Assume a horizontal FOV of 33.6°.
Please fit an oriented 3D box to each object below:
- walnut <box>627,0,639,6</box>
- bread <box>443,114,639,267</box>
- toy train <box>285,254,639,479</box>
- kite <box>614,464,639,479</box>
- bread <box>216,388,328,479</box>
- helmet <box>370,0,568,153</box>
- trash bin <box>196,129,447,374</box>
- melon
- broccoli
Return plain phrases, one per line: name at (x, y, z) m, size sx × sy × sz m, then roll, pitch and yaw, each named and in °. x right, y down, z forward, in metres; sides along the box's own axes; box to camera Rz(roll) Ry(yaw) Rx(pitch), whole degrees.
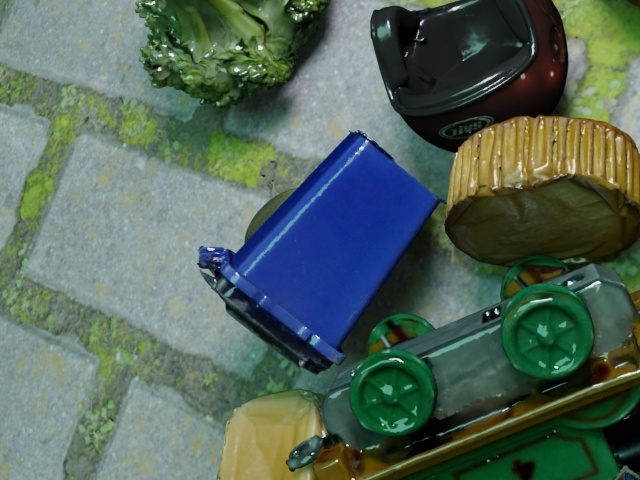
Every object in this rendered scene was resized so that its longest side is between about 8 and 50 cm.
walnut at (0.384, -0.308, 1.093) m, size 0.211 × 0.087 × 0.167 m, roll -13°, pitch 64°, yaw 25°
bread at (0.225, -0.050, 1.065) m, size 0.199 × 0.199 × 0.104 m, roll -10°, pitch 58°, yaw 28°
toy train at (0.176, 0.174, 1.019) m, size 0.429 × 0.178 × 0.249 m, roll -24°, pitch 95°, yaw 12°
kite at (0.307, 0.310, 0.962) m, size 0.321 × 0.016 × 0.233 m, roll -11°, pitch 97°, yaw 20°
bread at (-0.039, 0.285, 1.138) m, size 0.136 × 0.107 × 0.241 m, roll -13°, pitch 49°, yaw 20°
helmet at (0.165, -0.192, 1.127) m, size 0.189 × 0.193 × 0.216 m, roll -15°, pitch 41°, yaw 30°
trash bin at (0.000, 0.000, 1.129) m, size 0.184 × 0.162 × 0.234 m, roll 39°, pitch 93°, yaw -10°
melon at (-0.029, -0.009, 1.251) m, size 0.131 × 0.098 × 0.098 m, roll -35°, pitch 62°, yaw 15°
broccoli at (-0.125, -0.311, 1.316) m, size 0.235 × 0.260 × 0.288 m, roll -39°, pitch 58°, yaw 56°
